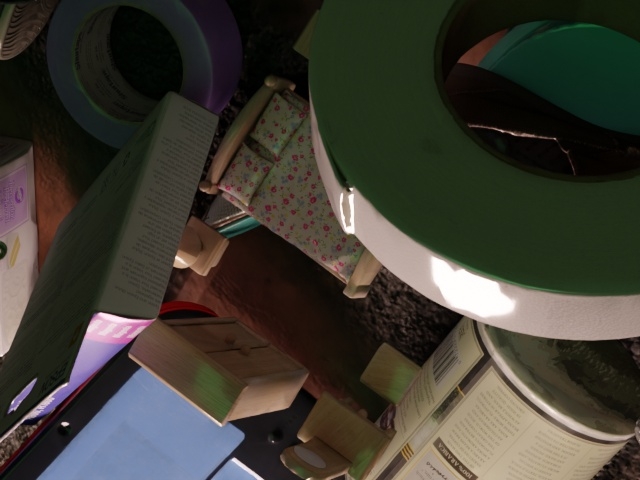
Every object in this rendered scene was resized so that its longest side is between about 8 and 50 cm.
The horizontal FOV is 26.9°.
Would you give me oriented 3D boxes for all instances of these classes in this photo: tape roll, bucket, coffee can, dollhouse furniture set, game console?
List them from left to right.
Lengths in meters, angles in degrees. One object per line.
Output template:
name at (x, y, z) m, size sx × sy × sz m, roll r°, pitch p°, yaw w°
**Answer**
tape roll at (-0.182, -0.192, 1.387) m, size 0.189 × 0.080 × 0.189 m, roll 8°, pitch 114°, yaw 18°
game console at (-0.164, 0.286, 1.465) m, size 0.342 × 0.060 × 0.386 m, roll 42°, pitch 95°, yaw -19°
dollhouse furniture set at (0.000, 0.000, 1.251) m, size 0.303 × 0.174 × 0.355 m, roll 35°, pitch 101°, yaw 18°
coffee can at (0.168, 0.202, 1.348) m, size 0.201 × 0.201 × 0.275 m, roll 38°, pitch 120°, yaw 3°
tape roll at (0.183, -0.110, 0.986) m, size 0.392 × 0.392 × 0.072 m, roll 19°, pitch 152°, yaw 13°
bucket at (0.259, -0.099, 1.192) m, size 0.281 × 0.183 × 0.281 m, roll 7°, pitch 113°, yaw 18°

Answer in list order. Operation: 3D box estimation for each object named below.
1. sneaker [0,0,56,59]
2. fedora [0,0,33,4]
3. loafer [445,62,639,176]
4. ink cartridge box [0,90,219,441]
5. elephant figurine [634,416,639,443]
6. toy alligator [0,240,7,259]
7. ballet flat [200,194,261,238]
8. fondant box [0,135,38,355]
sneaker at (-0.334, -0.309, 1.404) m, size 0.118 × 0.083 × 0.222 m, roll 26°, pitch 109°, yaw 15°
fedora at (-0.306, -0.393, 1.257) m, size 0.334 × 0.152 × 0.334 m, roll 0°, pitch 91°, yaw 18°
loafer at (0.216, -0.020, 1.061) m, size 0.366 × 0.130 × 0.133 m, roll 21°, pitch 117°, yaw 12°
ink cartridge box at (-0.230, 0.061, 1.328) m, size 0.071 × 0.330 × 0.324 m, roll 26°, pitch 146°, yaw -19°
elephant figurine at (0.390, 0.246, 1.290) m, size 0.239 × 0.169 × 0.186 m, roll 9°, pitch 101°, yaw -1°
toy alligator at (-0.418, -0.034, 1.461) m, size 0.190 × 0.056 × 0.051 m, roll 39°, pitch 161°, yaw 1°
ballet flat at (-0.040, -0.061, 1.399) m, size 0.221 × 0.077 × 0.079 m, roll -17°, pitch 86°, yaw 22°
fondant box at (-0.498, -0.017, 1.579) m, size 0.330 × 0.096 × 0.238 m, roll 10°, pitch 115°, yaw 16°
